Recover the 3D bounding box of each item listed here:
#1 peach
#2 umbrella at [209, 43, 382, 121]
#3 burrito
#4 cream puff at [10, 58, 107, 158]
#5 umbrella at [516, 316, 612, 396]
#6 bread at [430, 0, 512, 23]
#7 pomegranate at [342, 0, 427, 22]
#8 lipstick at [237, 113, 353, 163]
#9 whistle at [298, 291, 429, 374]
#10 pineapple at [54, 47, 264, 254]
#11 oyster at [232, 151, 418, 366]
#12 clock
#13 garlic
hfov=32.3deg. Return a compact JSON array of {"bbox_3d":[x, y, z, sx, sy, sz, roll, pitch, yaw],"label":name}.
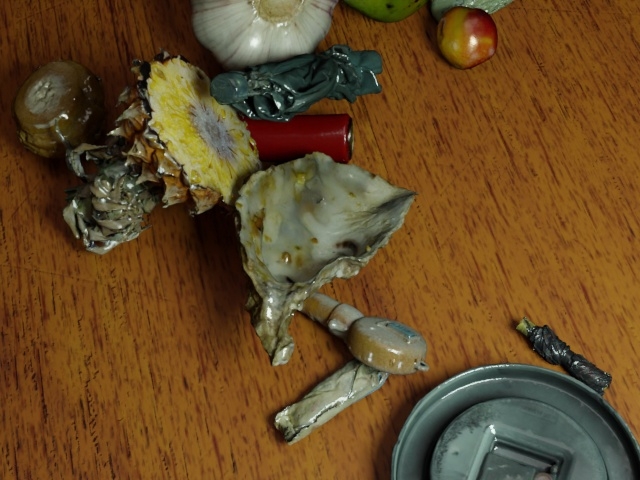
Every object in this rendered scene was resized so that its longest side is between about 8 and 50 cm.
[{"bbox_3d":[0.233,-0.323,1.761,0.101,0.100,0.100,-2,56,3],"label":"peach"},{"bbox_3d":[-0.040,-0.225,1.613,0.143,0.349,0.094,-16,93,33],"label":"umbrella"},{"bbox_3d":[0.014,0.206,1.449,0.171,0.042,0.051,-36,52,-16],"label":"burrito"},{"bbox_3d":[-0.399,-0.198,1.713,0.150,0.115,0.165,25,71,28],"label":"cream puff"},{"bbox_3d":[0.321,0.152,1.459,0.144,0.040,0.037,39,60,23],"label":"umbrella"},{"bbox_3d":[0.276,-0.442,1.853,0.172,0.064,0.232,10,59,14],"label":"bread"},{"bbox_3d":[0.097,-0.452,1.824,0.198,0.246,0.198,5,79,-25],"label":"pomegranate"},{"bbox_3d":[-0.071,-0.156,1.678,0.241,0.080,0.080,2,56,5],"label":"lipstick"},{"bbox_3d":[0.058,0.119,1.478,0.220,0.057,0.107,27,19,35],"label":"whistle"},{"bbox_3d":[-0.262,-0.095,1.568,0.272,0.262,0.262,-30,51,27],"label":"pineapple"},{"bbox_3d":[-0.027,-0.008,1.501,0.204,0.111,0.396,36,46,8],"label":"oyster"},{"bbox_3d":[0.241,0.299,1.352,0.313,0.061,0.312,-2,56,3],"label":"clock"},{"bbox_3d":[-0.117,-0.376,1.776,0.245,0.245,0.253,-40,20,-20],"label":"garlic"}]
